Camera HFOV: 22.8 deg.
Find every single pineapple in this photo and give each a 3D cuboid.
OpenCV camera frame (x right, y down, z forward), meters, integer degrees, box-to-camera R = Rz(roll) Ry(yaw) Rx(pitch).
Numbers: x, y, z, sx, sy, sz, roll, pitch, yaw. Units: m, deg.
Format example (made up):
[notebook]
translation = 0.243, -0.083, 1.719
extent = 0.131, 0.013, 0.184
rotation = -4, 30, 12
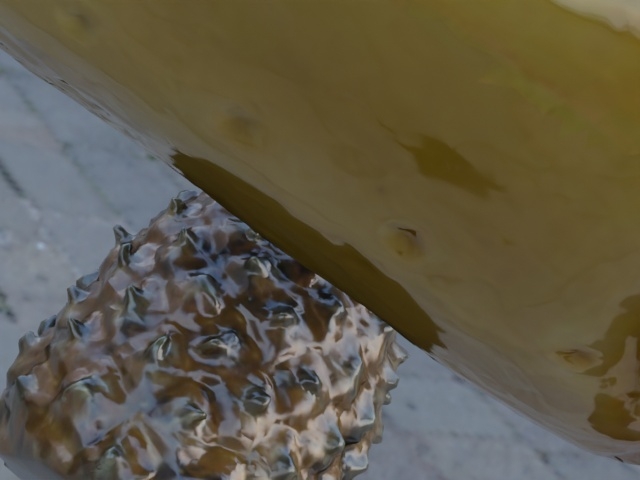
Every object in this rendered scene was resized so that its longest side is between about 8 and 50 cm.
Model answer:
[pineapple]
translation = 0.000, 0.000, 0.720
extent = 0.169, 0.340, 0.169
rotation = 30, -22, 14

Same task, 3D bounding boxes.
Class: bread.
[bread]
translation = 0.109, -0.138, 0.502
extent = 0.394, 0.361, 0.250
rotation = 36, -20, 2
